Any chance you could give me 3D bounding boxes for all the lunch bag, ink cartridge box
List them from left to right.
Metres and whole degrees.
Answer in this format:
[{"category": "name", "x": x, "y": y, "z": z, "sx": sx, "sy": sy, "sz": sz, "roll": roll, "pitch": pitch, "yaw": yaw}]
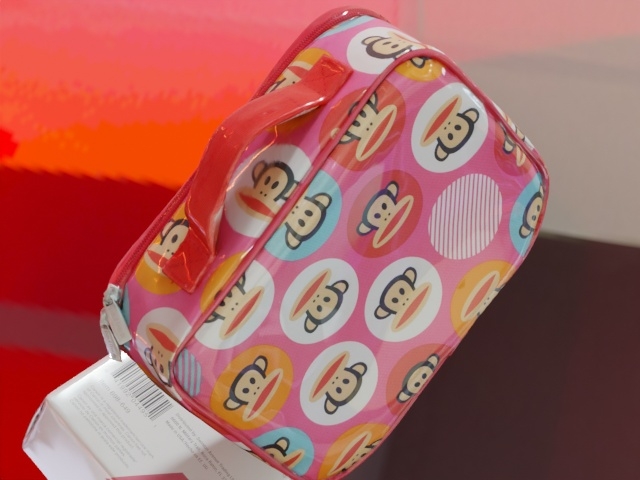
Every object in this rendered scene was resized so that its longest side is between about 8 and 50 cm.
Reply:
[{"category": "ink cartridge box", "x": -0.085, "y": 0.137, "z": 1.476, "sx": 0.158, "sy": 0.218, "sz": 0.092, "roll": 49, "pitch": -35, "yaw": 10}, {"category": "lunch bag", "x": 0.000, "y": 0.000, "z": 1.327, "sx": 0.120, "sy": 0.293, "sz": 0.258, "roll": 36, "pitch": -4, "yaw": 43}]
